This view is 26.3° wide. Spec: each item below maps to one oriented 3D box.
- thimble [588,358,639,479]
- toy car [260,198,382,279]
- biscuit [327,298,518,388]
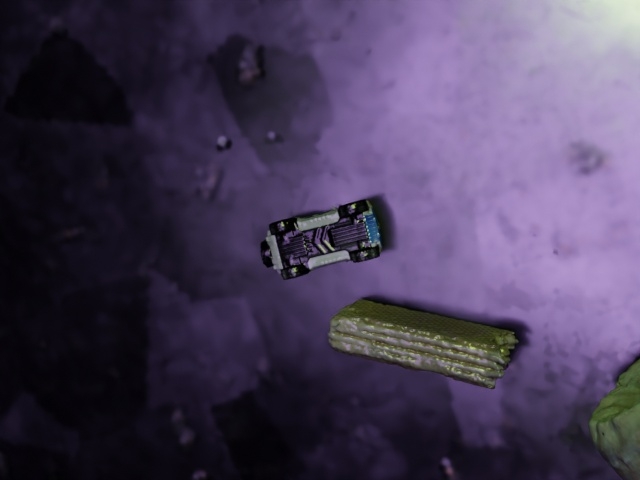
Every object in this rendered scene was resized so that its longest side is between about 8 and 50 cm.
[{"bbox_3d":[0.469,0.202,1.600,0.291,0.291,0.195,-43,84,19],"label":"thimble"},{"bbox_3d":[0.000,0.000,1.832,0.170,0.070,0.080,-14,93,18],"label":"toy car"},{"bbox_3d":[0.133,0.134,1.785,0.238,0.108,0.062,11,103,17],"label":"biscuit"}]
